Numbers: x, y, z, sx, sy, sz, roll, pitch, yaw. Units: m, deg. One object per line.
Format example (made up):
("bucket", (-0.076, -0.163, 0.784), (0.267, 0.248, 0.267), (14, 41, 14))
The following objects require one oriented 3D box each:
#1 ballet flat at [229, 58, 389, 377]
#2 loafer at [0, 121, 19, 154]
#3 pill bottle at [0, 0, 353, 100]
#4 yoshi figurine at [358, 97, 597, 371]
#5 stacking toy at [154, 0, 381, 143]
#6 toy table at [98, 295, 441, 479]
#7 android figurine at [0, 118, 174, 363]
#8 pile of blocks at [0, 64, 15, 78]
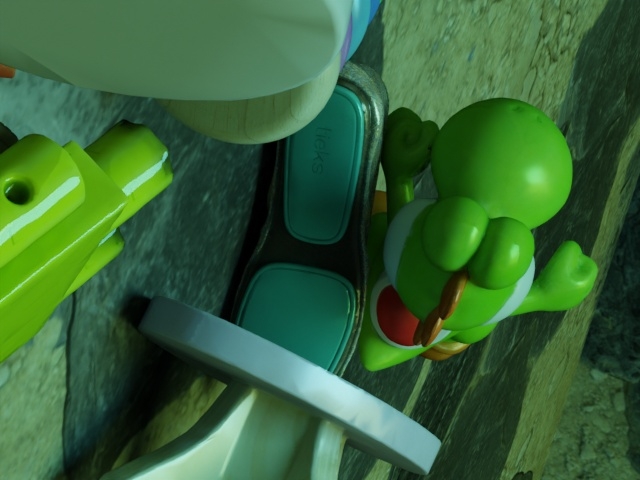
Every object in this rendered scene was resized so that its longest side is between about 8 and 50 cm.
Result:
("ballet flat", (0.000, 0.000, 1.471), (0.106, 0.108, 0.316), (-60, 167, -65))
("loafer", (-0.186, -0.027, 0.973), (0.148, 0.056, 0.050), (76, 35, -62))
("pill bottle", (-0.041, -0.269, 0.658), (0.229, 0.229, 0.407), (62, 37, -67))
("yoshi figurine", (0.121, -0.014, 1.502), (0.362, 0.204, 0.203), (136, -57, -79))
("stacking toy", (0.000, -0.197, 1.206), (0.330, 0.141, 0.141), (-54, 159, -51))
("toy table", (-0.047, 0.168, 1.352), (0.274, 0.252, 0.161), (29, 80, -27))
("android figurine", (-0.191, 0.043, 0.894), (0.273, 0.056, 0.248), (-40, 176, -33))
("pile of blocks", (-0.222, -0.030, 0.779), (0.362, 0.113, 0.149), (-46, 152, -47))
